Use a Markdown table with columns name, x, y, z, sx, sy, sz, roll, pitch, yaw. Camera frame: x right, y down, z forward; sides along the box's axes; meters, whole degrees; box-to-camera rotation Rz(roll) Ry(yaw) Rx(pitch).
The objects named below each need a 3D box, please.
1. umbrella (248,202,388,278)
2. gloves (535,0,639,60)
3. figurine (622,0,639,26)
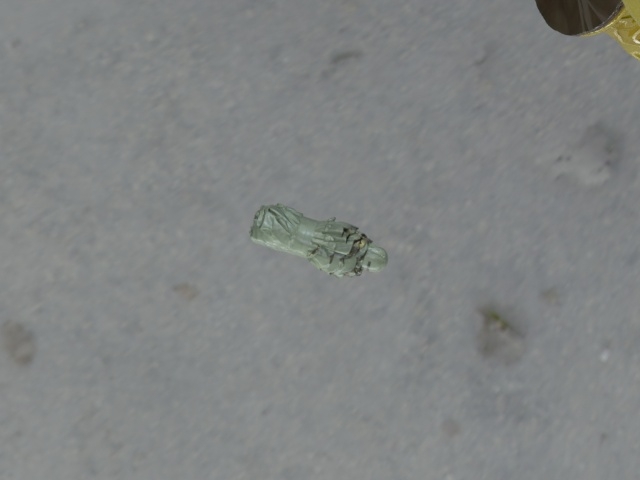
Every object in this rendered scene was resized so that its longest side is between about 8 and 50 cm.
| name | x | y | z | sx | sy | sz | roll | pitch | yaw |
| --- | --- | --- | --- | --- | --- | --- | --- | --- | --- |
| umbrella | 0.000 | 0.000 | 1.715 | 0.143 | 0.062 | 0.067 | 18 | 158 | 9 |
| gloves | 0.331 | -0.219 | 1.496 | 0.133 | 0.294 | 0.116 | -59 | 45 | 28 |
| figurine | 0.251 | -0.183 | 0.983 | 0.185 | 0.234 | 0.127 | -26 | 68 | 21 |
